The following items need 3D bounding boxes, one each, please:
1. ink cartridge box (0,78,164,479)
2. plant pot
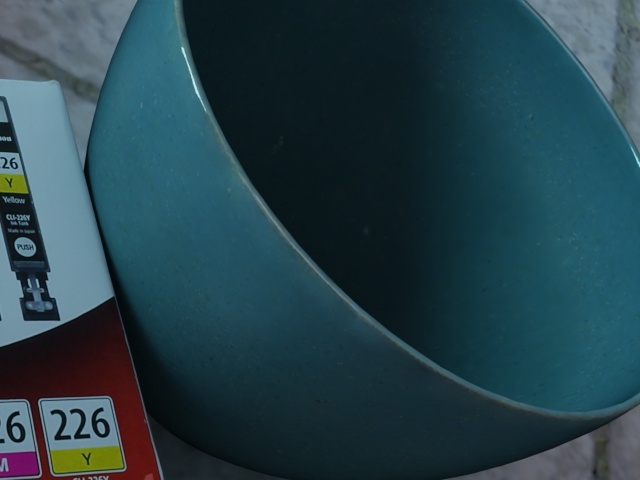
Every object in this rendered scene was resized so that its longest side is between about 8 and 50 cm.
[{"bbox_3d":[-0.252,0.014,0.603,0.309,0.130,0.272,1,57,-34],"label":"ink cartridge box"},{"bbox_3d":[0.000,0.000,0.730,0.290,0.195,0.290,27,42,-27],"label":"plant pot"}]
